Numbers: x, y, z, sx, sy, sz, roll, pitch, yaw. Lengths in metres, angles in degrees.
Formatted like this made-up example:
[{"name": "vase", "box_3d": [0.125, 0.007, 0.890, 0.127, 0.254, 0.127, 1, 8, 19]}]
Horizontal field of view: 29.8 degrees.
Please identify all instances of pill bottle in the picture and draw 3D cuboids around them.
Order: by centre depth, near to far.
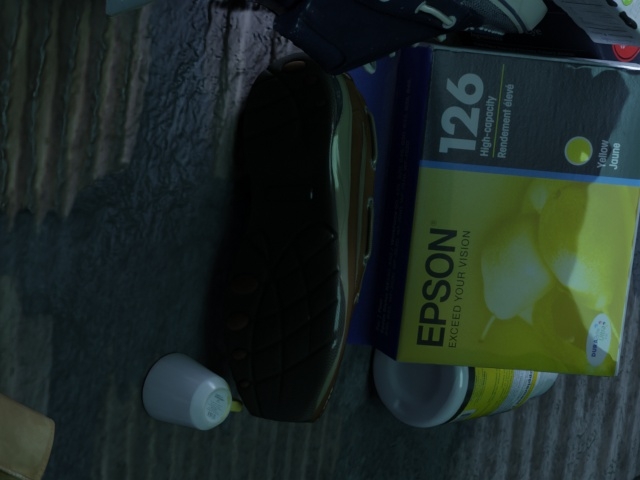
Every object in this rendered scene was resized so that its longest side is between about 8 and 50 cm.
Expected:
[{"name": "pill bottle", "box_3d": [0.165, 0.134, 1.311, 0.208, 0.119, 0.119, -1, 102, -48]}]

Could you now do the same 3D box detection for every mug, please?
[{"name": "mug", "box_3d": [-0.106, 0.133, 1.054, 0.078, 0.064, 0.062, -26, 119, -41]}]

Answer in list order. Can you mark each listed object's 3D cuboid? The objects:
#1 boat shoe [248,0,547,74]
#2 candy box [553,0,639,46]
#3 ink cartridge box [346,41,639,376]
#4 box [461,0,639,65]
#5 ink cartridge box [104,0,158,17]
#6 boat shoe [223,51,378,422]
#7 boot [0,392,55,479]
[{"name": "boat shoe", "box_3d": [0.065, -0.209, 1.025, 0.158, 0.127, 0.340, -49, 149, 15]}, {"name": "candy box", "box_3d": [0.254, -0.285, 1.053, 0.196, 0.070, 0.164, 27, 83, -46]}, {"name": "ink cartridge box", "box_3d": [0.150, -0.030, 1.149, 0.307, 0.072, 0.303, 4, 100, -9]}, {"name": "box", "box_3d": [0.288, -0.343, 1.258, 0.343, 0.179, 0.312, -52, 133, -24]}, {"name": "ink cartridge box", "box_3d": [-0.064, -0.340, 0.876, 0.309, 0.130, 0.271, -29, 150, -39]}, {"name": "boat shoe", "box_3d": [0.000, 0.000, 1.076, 0.120, 0.123, 0.323, 6, 90, -58]}, {"name": "boot", "box_3d": [-0.282, 0.083, 0.835, 0.236, 0.089, 0.269, -53, 135, -8]}]
